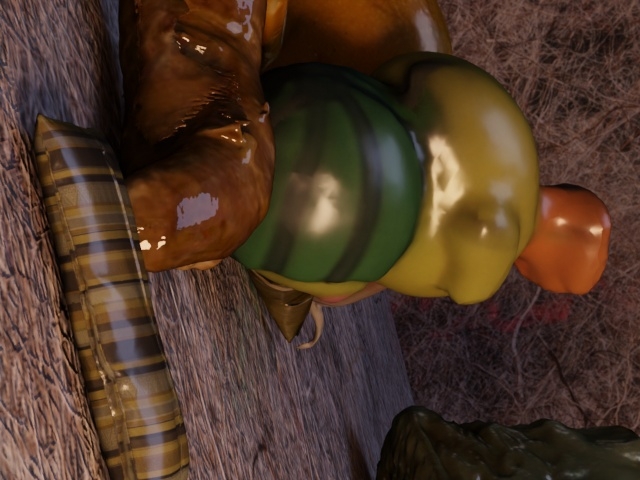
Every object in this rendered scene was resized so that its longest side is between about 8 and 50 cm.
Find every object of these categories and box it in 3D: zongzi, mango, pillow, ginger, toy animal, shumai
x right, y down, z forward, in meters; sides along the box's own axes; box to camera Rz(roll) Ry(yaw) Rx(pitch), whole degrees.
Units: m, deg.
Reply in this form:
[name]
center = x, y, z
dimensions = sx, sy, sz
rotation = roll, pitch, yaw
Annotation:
[zongzi]
center = -0.041, -0.018, 1.541
dimensions = 0.176, 0.078, 0.160
rotation = 87, -7, -61
[mango]
center = -0.008, -0.203, 1.518
dimensions = 0.295, 0.120, 0.177
rotation = 39, -54, 28
[pillow]
center = -0.103, 0.036, 0.891
dimensions = 0.113, 0.038, 0.203
rotation = -1, 77, -84
[ginger]
center = -0.078, -0.093, 1.078
dimensions = 0.133, 0.107, 0.309
rotation = 112, -18, -58
[toy animal]
center = 0.059, -0.054, 1.354
dimensions = 0.216, 0.338, 0.191
rotation = 33, -66, 52
[shumai]
center = 0.259, 0.353, 2.052
dimensions = 0.397, 0.323, 0.324
rotation = -119, -160, -45

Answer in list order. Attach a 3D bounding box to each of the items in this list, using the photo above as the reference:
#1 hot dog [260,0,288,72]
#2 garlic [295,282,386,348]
[hot dog]
center = -0.074, -0.195, 1.319
dimensions = 0.250, 0.104, 0.076
rotation = 99, -21, -71
[garlic]
center = -0.002, -0.001, 1.641
dimensions = 0.266, 0.128, 0.148
rotation = -43, -123, 58
